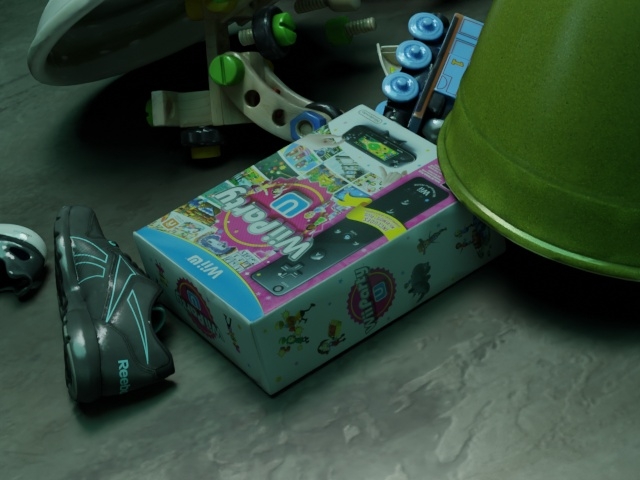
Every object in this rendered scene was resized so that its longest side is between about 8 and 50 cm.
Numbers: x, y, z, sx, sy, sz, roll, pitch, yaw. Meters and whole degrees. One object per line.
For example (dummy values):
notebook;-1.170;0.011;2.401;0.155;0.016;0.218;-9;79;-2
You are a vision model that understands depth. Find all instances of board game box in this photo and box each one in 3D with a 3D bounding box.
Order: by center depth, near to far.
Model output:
board game box;0.000;0.000;1.549;0.303;0.097;0.224;-31;40;-23

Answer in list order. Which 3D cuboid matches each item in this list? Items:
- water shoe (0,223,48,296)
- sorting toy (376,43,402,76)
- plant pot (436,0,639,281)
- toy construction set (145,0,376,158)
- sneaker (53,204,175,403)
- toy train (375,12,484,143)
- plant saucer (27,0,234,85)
water shoe;-0.401;0.022;1.654;0.203;0.073;0.080;-2;40;14
sorting toy;0.111;-0.199;1.825;0.083;0.045;0.075;-3;49;-2
plant pot;0.320;-0.208;1.438;0.366;0.353;0.366;6;35;-4
toy construction set;-0.088;-0.231;1.784;0.237;0.257;0.309;-10;26;24
sneaker;-0.216;0.062;1.549;0.106;0.101;0.267;-6;43;-12
toy train;0.132;-0.185;1.750;0.105;0.080;0.184;20;57;5
plant saucer;-0.183;-0.322;1.819;0.400;0.100;0.400;-28;-6;-3
